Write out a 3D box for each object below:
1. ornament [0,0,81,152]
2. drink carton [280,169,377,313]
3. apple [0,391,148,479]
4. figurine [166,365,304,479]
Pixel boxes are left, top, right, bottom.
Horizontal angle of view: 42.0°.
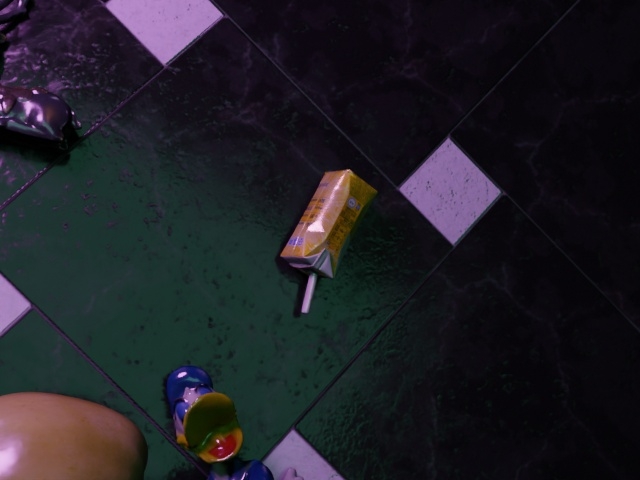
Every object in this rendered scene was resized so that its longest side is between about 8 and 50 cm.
[{"bbox_3d":[-0.401,-0.250,1.106,0.202,0.080,0.236,11,77,-8],"label":"ornament"},{"bbox_3d":[0.000,0.000,1.162,0.074,0.084,0.200,38,71,-29],"label":"drink carton"},{"bbox_3d":[-0.315,0.293,0.929,0.262,0.262,0.262,3,79,-14],"label":"apple"},{"bbox_3d":[-0.126,0.312,1.016,0.204,0.283,0.338,-37,68,21],"label":"figurine"}]
